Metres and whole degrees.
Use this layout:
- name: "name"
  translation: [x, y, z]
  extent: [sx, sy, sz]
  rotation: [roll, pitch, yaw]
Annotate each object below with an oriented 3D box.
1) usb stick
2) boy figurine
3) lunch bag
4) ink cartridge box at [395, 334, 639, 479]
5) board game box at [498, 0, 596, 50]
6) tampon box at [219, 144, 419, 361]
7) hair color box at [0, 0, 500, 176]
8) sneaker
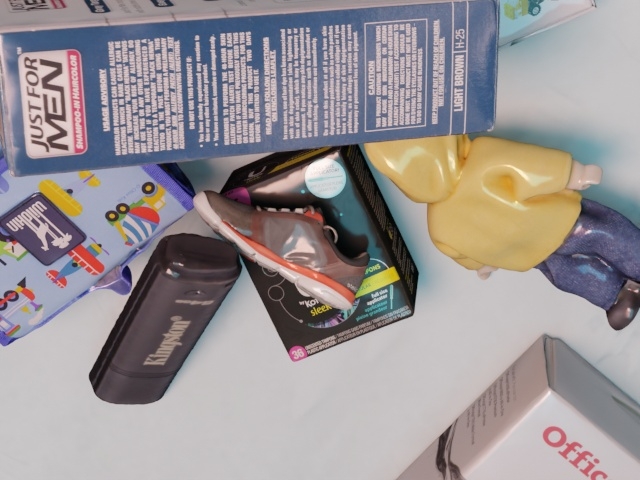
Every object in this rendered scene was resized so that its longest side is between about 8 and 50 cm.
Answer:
- name: "usb stick"
  translation: [-0.140, 0.075, 1.220]
  extent: [0.077, 0.045, 0.278]
  rotation: [10, 148, -17]
- name: "boy figurine"
  translation: [0.160, -0.026, 1.197]
  extent: [0.285, 0.092, 0.177]
  rotation: [29, 142, -3]
- name: "lunch bag"
  translation: [-0.263, -0.060, 1.163]
  extent: [0.221, 0.138, 0.293]
  rotation: [-38, 111, 13]
- name: "ink cartridge box"
  translation: [0.187, 0.277, 1.286]
  extent: [0.223, 0.129, 0.307]
  rotation: [40, 109, -7]
- name: "board game box"
  translation: [0.078, -0.292, 1.140]
  extent: [0.193, 0.053, 0.305]
  rotation: [-22, 106, 14]
- name: "tampon box"
  translation: [0.000, 0.000, 1.225]
  extent: [0.120, 0.101, 0.161]
  rotation: [-23, 105, 13]
- name: "hair color box"
  translation: [-0.063, -0.133, 1.017]
  extent: [0.347, 0.174, 0.105]
  rotation: [-6, 111, -15]
- name: "sneaker"
  translation: [-0.029, -0.006, 1.151]
  extent: [0.158, 0.061, 0.065]
  rotation: [32, 84, -6]
